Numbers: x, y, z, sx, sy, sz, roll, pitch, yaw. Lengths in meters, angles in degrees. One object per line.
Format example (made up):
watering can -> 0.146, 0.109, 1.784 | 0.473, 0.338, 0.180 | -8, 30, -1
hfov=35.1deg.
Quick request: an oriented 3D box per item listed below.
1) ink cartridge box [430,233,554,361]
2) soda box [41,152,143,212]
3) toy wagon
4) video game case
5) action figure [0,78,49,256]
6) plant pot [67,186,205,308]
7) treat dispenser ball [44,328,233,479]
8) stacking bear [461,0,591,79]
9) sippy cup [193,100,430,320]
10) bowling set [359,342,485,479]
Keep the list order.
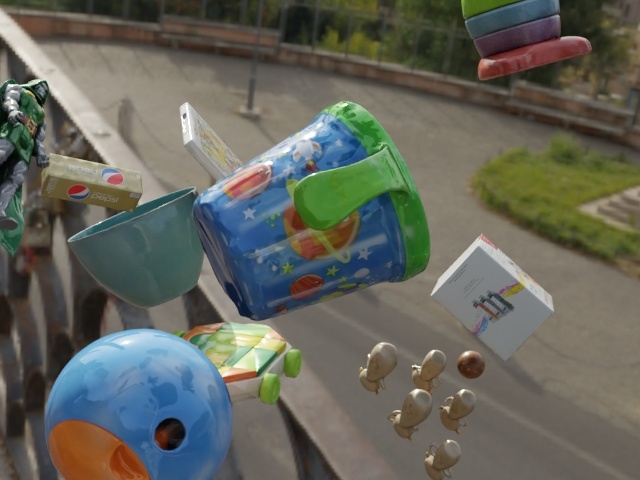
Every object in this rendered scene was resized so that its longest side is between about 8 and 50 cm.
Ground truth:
ink cartridge box -> 0.305, 0.100, 1.782 | 0.176, 0.127, 0.128 | 42, 15, 2
soda box -> -0.434, -0.109, 1.920 | 0.181, 0.058, 0.061 | 12, 44, -27
toy wagon -> -0.174, 0.221, 1.950 | 0.267, 0.068, 0.344 | 7, 19, 18
video game case -> -0.207, -0.164, 2.092 | 0.026, 0.227, 0.206 | -36, 29, 10
action figure -> -0.353, -0.112, 1.163 | 0.064, 0.137, 0.232 | -11, 45, 13
plant pot -> -0.361, 0.030, 2.149 | 0.290, 0.195, 0.290 | -21, 10, 4
treat dispenser ball -> -0.279, 0.281, 1.567 | 0.288, 0.288, 0.288 | 6, 24, -3
stacking bear -> 0.296, -0.415, 1.613 | 0.175, 0.289, 0.164 | -17, 7, -14
sippy cup -> -0.023, -0.019, 1.211 | 0.224, 0.305, 0.240 | -25, 51, -14
bowling set -> 0.227, 0.306, 1.937 | 0.200, 0.154, 0.287 | -20, 65, -24
